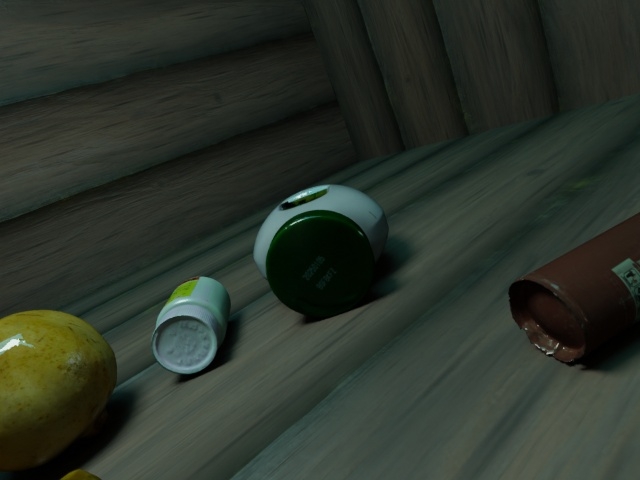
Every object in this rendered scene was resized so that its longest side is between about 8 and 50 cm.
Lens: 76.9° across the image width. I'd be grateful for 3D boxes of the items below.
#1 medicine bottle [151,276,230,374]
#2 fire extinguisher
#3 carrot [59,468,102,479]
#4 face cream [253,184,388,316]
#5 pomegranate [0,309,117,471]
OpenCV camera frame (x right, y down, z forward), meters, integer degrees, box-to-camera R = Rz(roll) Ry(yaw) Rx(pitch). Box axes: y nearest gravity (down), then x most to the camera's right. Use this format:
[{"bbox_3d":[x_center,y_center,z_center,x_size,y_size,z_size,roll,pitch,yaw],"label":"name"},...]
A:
[{"bbox_3d":[-0.267,0.170,0.853,0.139,0.139,0.225,-23,14,-3],"label":"medicine bottle"},{"bbox_3d":[0.405,0.032,0.474,0.337,0.106,0.147,-25,40,-11],"label":"fire extinguisher"},{"bbox_3d":[-0.295,0.332,0.430,0.082,0.082,0.173,-21,11,3],"label":"carrot"},{"bbox_3d":[0.000,0.000,0.919,0.312,0.219,0.357,-19,18,6],"label":"face cream"},{"bbox_3d":[-0.475,0.245,0.679,0.264,0.264,0.264,-21,14,6],"label":"pomegranate"}]
